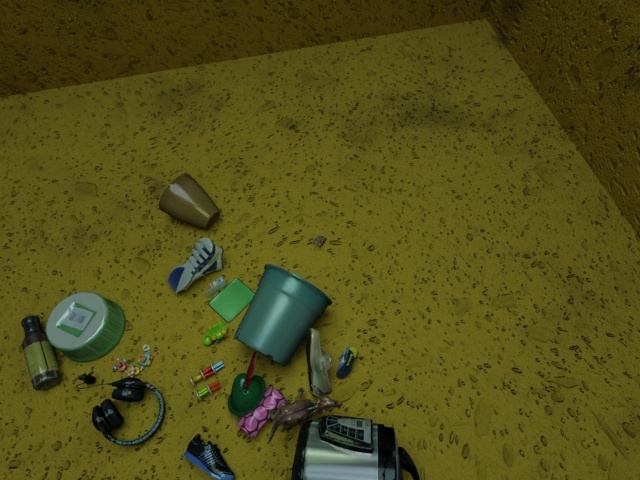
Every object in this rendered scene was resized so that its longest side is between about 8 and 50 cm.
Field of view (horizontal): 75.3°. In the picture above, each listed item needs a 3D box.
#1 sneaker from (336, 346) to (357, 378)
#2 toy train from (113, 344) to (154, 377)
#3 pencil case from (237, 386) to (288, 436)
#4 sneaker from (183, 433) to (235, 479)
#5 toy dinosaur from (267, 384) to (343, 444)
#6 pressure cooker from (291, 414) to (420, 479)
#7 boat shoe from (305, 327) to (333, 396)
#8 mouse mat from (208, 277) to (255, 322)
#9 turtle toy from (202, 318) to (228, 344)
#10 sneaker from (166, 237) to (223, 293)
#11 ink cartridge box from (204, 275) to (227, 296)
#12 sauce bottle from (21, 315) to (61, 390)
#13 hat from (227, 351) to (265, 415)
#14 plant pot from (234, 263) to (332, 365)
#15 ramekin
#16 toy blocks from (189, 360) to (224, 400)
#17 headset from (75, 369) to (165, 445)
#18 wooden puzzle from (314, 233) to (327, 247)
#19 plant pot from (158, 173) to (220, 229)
[{"bbox_3d":[0.109,0.527,1.796,0.053,0.059,0.144,31,79,-15],"label":"sneaker"},{"bbox_3d":[-0.826,0.534,1.829,0.166,0.046,0.125,-34,64,-16],"label":"toy train"},{"bbox_3d":[-0.233,0.698,1.685,0.098,0.095,0.209,38,70,21],"label":"pencil case"},{"bbox_3d":[-0.419,0.845,1.611,0.232,0.081,0.090,23,70,16],"label":"sneaker"},{"bbox_3d":[-0.083,0.650,1.583,0.295,0.200,0.127,-22,77,-31],"label":"toy dinosaur"},{"bbox_3d":[0.129,0.821,1.435,0.420,0.376,0.370,1,49,8],"label":"pressure cooker"},{"bbox_3d":[-0.002,0.497,1.711,0.098,0.302,0.109,-6,14,-10],"label":"boat shoe"},{"bbox_3d":[-0.420,0.283,1.982,0.152,0.007,0.189,38,69,21],"label":"mouse mat"},{"bbox_3d":[-0.472,0.422,1.868,0.130,0.066,0.095,-29,40,-11],"label":"turtle toy"},{"bbox_3d":[-0.574,0.135,2.011,0.315,0.182,0.127,-46,63,10],"label":"sneaker"},{"bbox_3d":[-0.507,0.221,1.989,0.115,0.063,0.029,-32,64,-15],"label":"ink cartridge box"},{"bbox_3d":[-1.247,0.488,1.838,0.111,0.111,0.344,-28,61,-14],"label":"sauce bottle"},{"bbox_3d":[-0.333,0.569,1.678,0.173,0.184,0.208,4,46,36],"label":"hat"},{"bbox_3d":[-0.178,0.331,1.780,0.341,0.341,0.334,26,72,16],"label":"plant pot"},{"bbox_3d":[-1.063,0.379,1.870,0.303,0.148,0.303,-1,60,2],"label":"ramekin"},{"bbox_3d":[-0.469,0.594,1.776,0.148,0.054,0.123,-29,62,-14],"label":"toy blocks"},{"bbox_3d":[-0.834,0.675,1.722,0.394,0.185,0.243,33,61,3],"label":"headset"},{"bbox_3d":[0.000,0.000,2.130,0.049,0.006,0.083,28,65,17],"label":"wooden puzzle"},{"bbox_3d":[-0.656,-0.178,2.152,0.254,0.237,0.237,35,66,6],"label":"plant pot"}]
